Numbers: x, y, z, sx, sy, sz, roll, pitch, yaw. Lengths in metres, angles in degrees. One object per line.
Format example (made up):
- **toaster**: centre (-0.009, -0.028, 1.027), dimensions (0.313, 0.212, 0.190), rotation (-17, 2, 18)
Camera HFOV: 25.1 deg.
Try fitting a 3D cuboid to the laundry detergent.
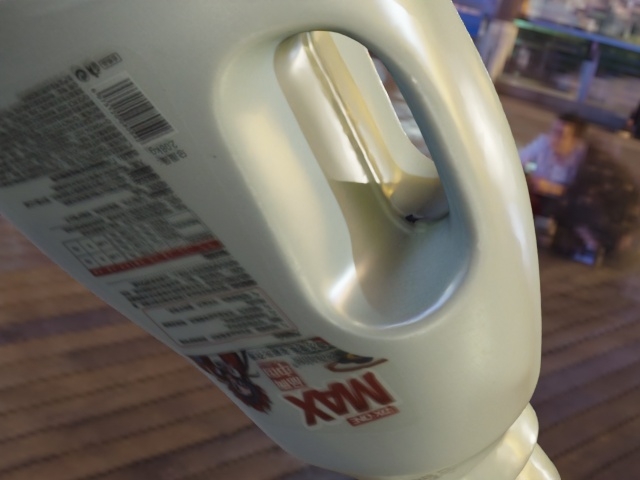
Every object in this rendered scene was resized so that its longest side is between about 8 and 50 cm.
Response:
- **laundry detergent**: centre (0.000, 0.000, 0.671), dimensions (0.264, 0.398, 0.124), rotation (-17, 32, 40)
